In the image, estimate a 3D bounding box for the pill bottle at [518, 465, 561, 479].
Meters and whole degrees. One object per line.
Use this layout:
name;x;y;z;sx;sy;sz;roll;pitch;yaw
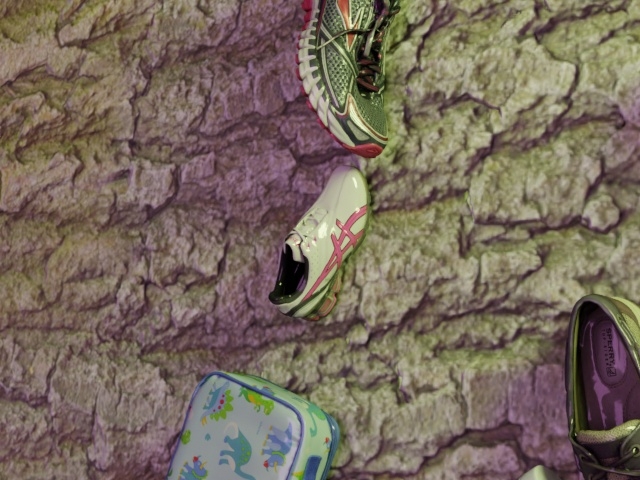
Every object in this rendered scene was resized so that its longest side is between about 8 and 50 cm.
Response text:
pill bottle;0.161;0.298;1.111;0.184;0.103;0.103;-42;60;20

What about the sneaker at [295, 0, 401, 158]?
sneaker;0.039;-0.238;1.305;0.112;0.121;0.299;-16;71;28

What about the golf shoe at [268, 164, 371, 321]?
golf shoe;0.000;0.000;1.299;0.067;0.086;0.186;18;89;37

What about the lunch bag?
lunch bag;-0.082;0.269;1.290;0.176;0.090;0.219;18;90;36

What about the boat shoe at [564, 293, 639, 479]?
boat shoe;0.275;0.185;1.064;0.102;0.092;0.285;-16;68;33
